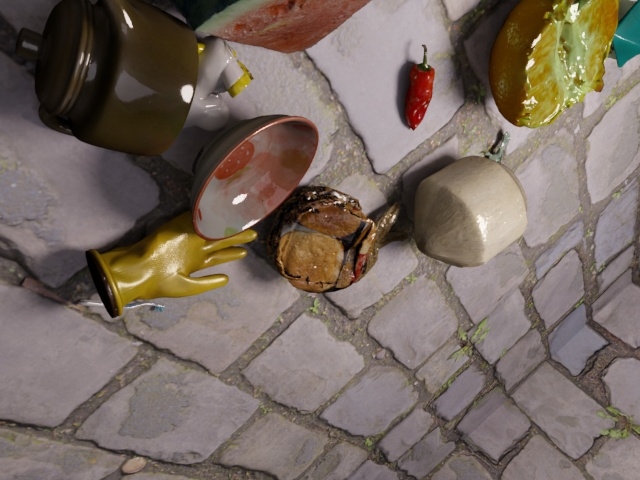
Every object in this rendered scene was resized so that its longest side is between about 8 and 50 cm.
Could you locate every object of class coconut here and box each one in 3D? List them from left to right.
[{"bbox_3d":[0.326,-0.057,1.177,0.266,0.237,0.237,-33,138,-21],"label":"coconut"}]

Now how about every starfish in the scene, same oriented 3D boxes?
[{"bbox_3d":[0.107,0.011,1.203,0.277,0.062,0.235,1,128,-44],"label":"starfish"}]

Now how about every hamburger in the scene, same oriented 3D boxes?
[{"bbox_3d":[0.000,0.000,1.041,0.231,0.107,0.231,-9,126,-13],"label":"hamburger"}]

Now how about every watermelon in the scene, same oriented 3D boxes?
[{"bbox_3d":[-0.037,-0.332,0.652,0.283,0.250,0.292,-39,136,3],"label":"watermelon"}]

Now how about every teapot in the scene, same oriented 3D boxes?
[{"bbox_3d":[-0.274,-0.203,0.624,0.175,0.185,0.268,12,150,-40],"label":"teapot"}]

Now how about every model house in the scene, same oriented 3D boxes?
[{"bbox_3d":[0.700,-0.481,1.182,0.100,0.149,0.127,-53,137,5],"label":"model house"}]

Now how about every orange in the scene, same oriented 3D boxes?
[{"bbox_3d":[0.473,-0.397,1.039,0.335,0.196,0.262,-40,154,2],"label":"orange"}]

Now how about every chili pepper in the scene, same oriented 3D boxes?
[{"bbox_3d":[0.196,-0.292,1.012,0.059,0.050,0.191,-41,149,-28],"label":"chili pepper"}]

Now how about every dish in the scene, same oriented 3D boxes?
[{"bbox_3d":[-0.126,-0.120,0.838,0.260,0.085,0.260,-41,164,-15],"label":"dish"}]

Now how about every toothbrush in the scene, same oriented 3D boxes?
[{"bbox_3d":[-0.361,0.117,0.940,0.162,0.014,0.017,14,95,-43],"label":"toothbrush"}]

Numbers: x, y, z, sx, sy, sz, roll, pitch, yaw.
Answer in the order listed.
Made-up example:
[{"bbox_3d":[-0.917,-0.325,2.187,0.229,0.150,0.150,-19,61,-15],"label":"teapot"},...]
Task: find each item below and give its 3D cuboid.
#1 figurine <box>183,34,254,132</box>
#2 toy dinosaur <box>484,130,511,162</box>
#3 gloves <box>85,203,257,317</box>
[{"bbox_3d":[-0.184,-0.218,0.753,0.130,0.109,0.178,0,144,-45],"label":"figurine"},{"bbox_3d":[0.437,-0.185,1.304,0.106,0.044,0.187,-40,140,-28],"label":"toy dinosaur"},{"bbox_3d":[-0.241,0.022,0.899,0.294,0.116,0.133,-23,142,-31],"label":"gloves"}]
